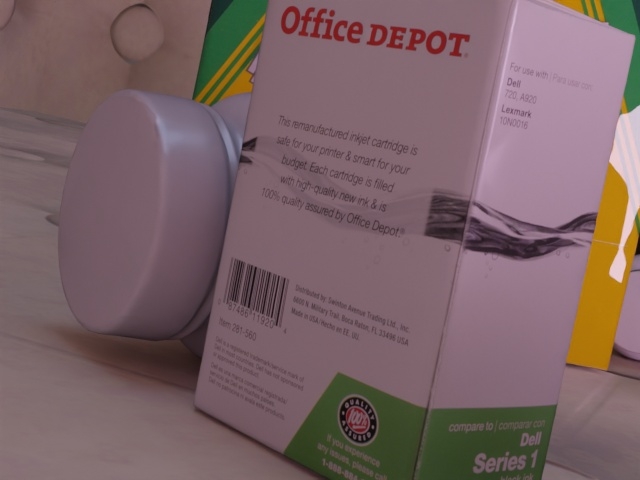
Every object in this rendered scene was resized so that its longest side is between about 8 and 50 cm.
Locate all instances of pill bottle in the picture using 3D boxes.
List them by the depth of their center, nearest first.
[{"bbox_3d":[0.000,0.000,0.751,0.283,0.160,0.160,8,7,-33],"label":"pill bottle"},{"bbox_3d":[0.294,0.057,1.109,0.094,0.094,0.169,14,6,20],"label":"pill bottle"}]

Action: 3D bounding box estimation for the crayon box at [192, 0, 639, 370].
[{"bbox_3d":[0.079,-0.088,0.992,0.363,0.313,0.106,11,4,-5],"label":"crayon box"}]

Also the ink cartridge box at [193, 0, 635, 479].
[{"bbox_3d":[0.037,-0.005,0.573,0.092,0.219,0.160,6,8,-41],"label":"ink cartridge box"}]

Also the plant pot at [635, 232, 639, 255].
[{"bbox_3d":[0.469,-0.010,1.319,0.323,0.323,0.280,18,-9,45],"label":"plant pot"}]
